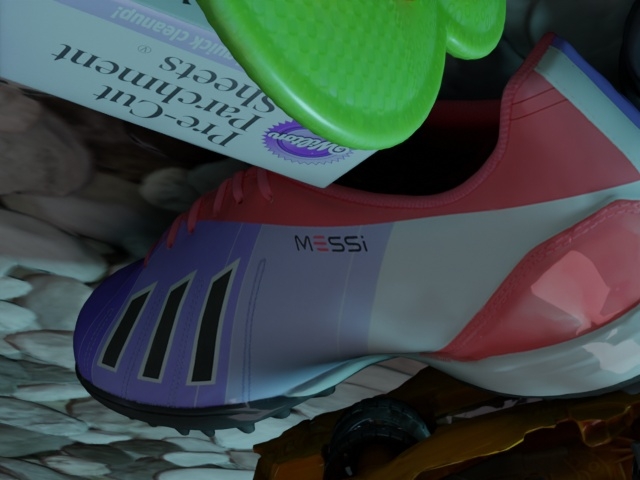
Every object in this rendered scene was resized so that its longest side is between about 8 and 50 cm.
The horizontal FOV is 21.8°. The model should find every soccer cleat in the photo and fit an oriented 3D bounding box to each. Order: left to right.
[{"bbox_3d":[0.000,0.000,0.633,0.318,0.108,0.116,-9,123,46],"label":"soccer cleat"}]

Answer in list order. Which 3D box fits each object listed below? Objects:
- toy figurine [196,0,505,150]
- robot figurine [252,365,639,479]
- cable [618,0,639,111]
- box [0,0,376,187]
[{"bbox_3d":[0.070,-0.102,0.370,0.159,0.130,0.173,-17,170,28],"label":"toy figurine"},{"bbox_3d":[0.111,0.082,0.637,0.291,0.085,0.211,-17,-170,8],"label":"robot figurine"},{"bbox_3d":[0.168,-0.062,0.517,0.150,0.047,0.184,3,158,17],"label":"cable"},{"bbox_3d":[-0.117,-0.098,0.455,0.324,0.063,0.067,19,152,-27],"label":"box"}]
